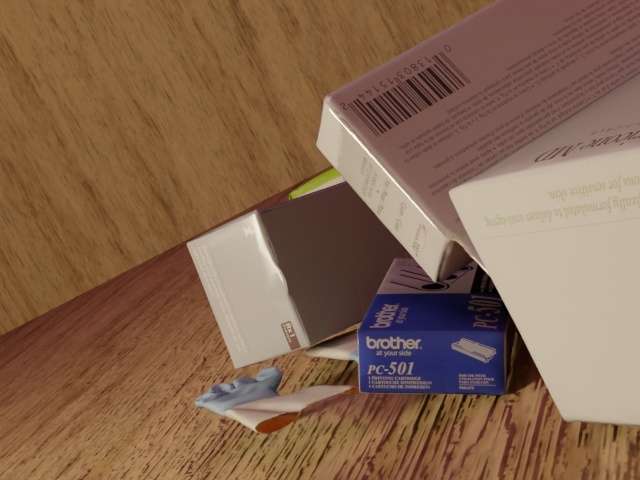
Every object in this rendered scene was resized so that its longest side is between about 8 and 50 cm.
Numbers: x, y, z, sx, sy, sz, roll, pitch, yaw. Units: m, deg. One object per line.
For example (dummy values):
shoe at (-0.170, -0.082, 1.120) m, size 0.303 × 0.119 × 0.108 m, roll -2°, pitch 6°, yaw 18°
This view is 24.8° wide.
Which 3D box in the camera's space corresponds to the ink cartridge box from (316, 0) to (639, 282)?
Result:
ink cartridge box at (0.191, -0.061, 0.999) m, size 0.296 × 0.261 × 0.066 m, roll -31°, pitch -24°, yaw -23°

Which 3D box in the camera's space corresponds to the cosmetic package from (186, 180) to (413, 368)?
cosmetic package at (0.008, 0.018, 1.307) m, size 0.107 × 0.127 × 0.238 m, roll -22°, pitch -3°, yaw 44°

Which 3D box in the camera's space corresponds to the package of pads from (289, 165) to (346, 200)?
package of pads at (0.124, -0.103, 1.983) m, size 0.296 × 0.101 × 0.229 m, roll -23°, pitch 8°, yaw 44°

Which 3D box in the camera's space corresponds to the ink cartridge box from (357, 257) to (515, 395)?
ink cartridge box at (0.088, 0.056, 1.028) m, size 0.097 × 0.046 × 0.207 m, roll 0°, pitch 13°, yaw 10°

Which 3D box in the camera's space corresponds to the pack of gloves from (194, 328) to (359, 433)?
pack of gloves at (0.013, 0.117, 1.133) m, size 0.195 × 0.046 × 0.232 m, roll -18°, pitch 5°, yaw -17°

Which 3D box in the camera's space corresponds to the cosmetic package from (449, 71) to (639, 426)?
cosmetic package at (0.278, -0.054, 0.769) m, size 0.365 × 0.155 × 0.197 m, roll -31°, pitch 10°, yaw -26°
